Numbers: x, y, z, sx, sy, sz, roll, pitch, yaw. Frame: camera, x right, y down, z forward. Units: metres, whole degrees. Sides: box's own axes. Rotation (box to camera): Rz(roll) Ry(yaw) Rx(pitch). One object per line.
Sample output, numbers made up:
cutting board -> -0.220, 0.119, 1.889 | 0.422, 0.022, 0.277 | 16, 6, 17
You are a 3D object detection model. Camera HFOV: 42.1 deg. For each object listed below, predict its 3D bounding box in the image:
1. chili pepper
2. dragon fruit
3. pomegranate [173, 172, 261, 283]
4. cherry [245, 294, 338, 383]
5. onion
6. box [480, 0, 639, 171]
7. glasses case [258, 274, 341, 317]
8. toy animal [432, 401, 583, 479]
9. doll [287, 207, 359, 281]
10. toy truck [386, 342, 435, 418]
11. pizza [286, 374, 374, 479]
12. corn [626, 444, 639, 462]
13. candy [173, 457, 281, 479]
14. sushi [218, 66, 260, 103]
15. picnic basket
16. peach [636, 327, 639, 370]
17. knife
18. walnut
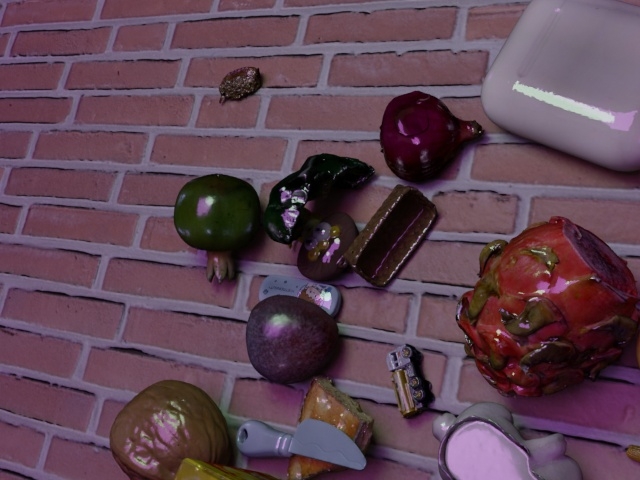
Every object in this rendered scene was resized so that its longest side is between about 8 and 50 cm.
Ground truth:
chili pepper -> -0.027, -0.096, 1.596 | 0.148, 0.116, 0.264 | -6, 30, 42
dragon fruit -> 0.345, 0.114, 1.324 | 0.291, 0.250, 0.269 | -51, 34, 32
pomegranate -> -0.209, -0.025, 1.708 | 0.187, 0.187, 0.225 | 1, 96, 28
cherry -> -0.057, 0.188, 1.547 | 0.176, 0.140, 0.176 | 5, 102, 25
onion -> 0.205, -0.209, 1.577 | 0.198, 0.135, 0.173 | -12, 69, 21
box -> 0.477, -0.288, 1.464 | 0.349, 0.141, 0.288 | 28, 86, 32
glasses case -> -0.042, 0.111, 1.631 | 0.178, 0.045, 0.067 | 9, 76, 29
toy animal -> 0.307, 0.392, 1.280 | 0.208, 0.154, 0.325 | -33, 64, 19
doll -> -0.006, 0.007, 1.630 | 0.188, 0.096, 0.145 | 12, 69, 41
toy truck -> 0.155, 0.249, 1.472 | 0.063, 0.052, 0.123 | -26, 62, 23
pizza -> 0.022, 0.364, 1.489 | 0.188, 0.081, 0.204 | 22, 91, 55
corn -> 0.511, 0.334, 1.270 | 0.083, 0.027, 0.028 | 18, 71, 34
candy -> -0.121, 0.444, 1.405 | 0.146, 0.276, 0.088 | 18, 79, 30
sushi -> -0.184, -0.352, 1.885 | 0.120, 0.052, 0.055 | -14, 50, 20
picnic basket -> 0.130, -0.011, 1.558 | 0.193, 0.110, 0.055 | -52, 35, 1
peach -> 0.555, 0.166, 1.227 | 0.184, 0.184, 0.184 | -10, 67, 24
knife -> -0.034, 0.355, 1.474 | 0.331, 0.044, 0.080 | -9, 60, 46
walnut -> -0.275, 0.377, 1.556 | 0.228, 0.228, 0.228 | -10, 67, 24
